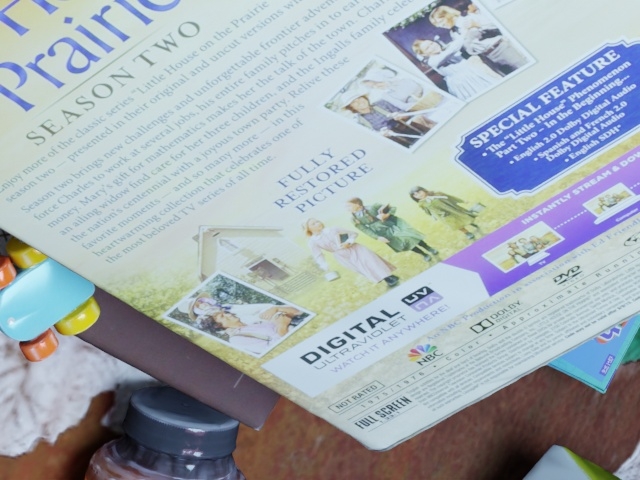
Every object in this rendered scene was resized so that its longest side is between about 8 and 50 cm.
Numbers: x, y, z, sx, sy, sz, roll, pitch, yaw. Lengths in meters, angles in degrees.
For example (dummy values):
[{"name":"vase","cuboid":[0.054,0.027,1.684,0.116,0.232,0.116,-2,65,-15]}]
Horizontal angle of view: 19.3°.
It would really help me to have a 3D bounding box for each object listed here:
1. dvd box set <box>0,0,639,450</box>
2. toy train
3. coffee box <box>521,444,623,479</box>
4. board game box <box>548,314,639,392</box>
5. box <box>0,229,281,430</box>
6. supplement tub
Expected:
[{"name":"dvd box set","cuboid":[0.012,-0.063,0.860,0.307,0.062,0.420,-33,135,26]},{"name":"toy train","cuboid":[-0.149,-0.025,0.941,0.125,0.046,0.166,17,97,-34]},{"name":"coffee box","cuboid":[0.233,0.407,1.292,0.338,0.337,0.334,32,104,-35]},{"name":"board game box","cuboid":[0.153,-0.003,1.299,0.210,0.047,0.160,27,92,-35]},{"name":"box","cuboid":[-0.146,-0.064,1.036,0.381,0.143,0.191,31,91,-38]},{"name":"supplement tub","cuboid":[-0.104,0.195,1.180,0.106,0.106,0.198,4,107,-33]}]
